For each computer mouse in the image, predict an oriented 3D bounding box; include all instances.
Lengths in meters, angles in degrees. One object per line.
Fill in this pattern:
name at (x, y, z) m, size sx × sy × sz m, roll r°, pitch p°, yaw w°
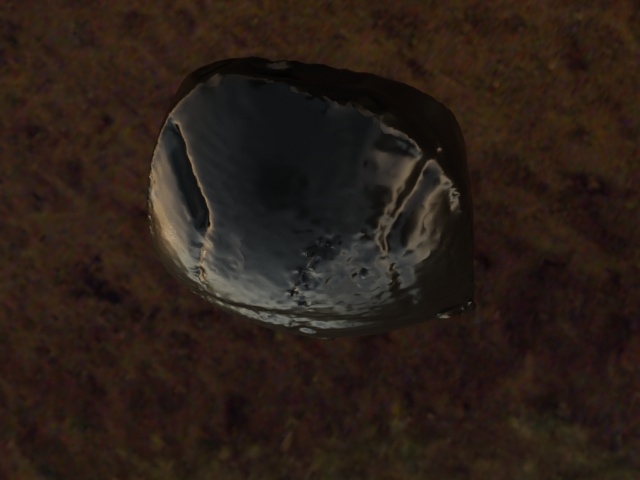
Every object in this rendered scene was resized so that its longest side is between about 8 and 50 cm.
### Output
computer mouse at (0.000, 0.000, 0.510) m, size 0.122 × 0.073 × 0.217 m, roll 8°, pitch 168°, yaw 7°
